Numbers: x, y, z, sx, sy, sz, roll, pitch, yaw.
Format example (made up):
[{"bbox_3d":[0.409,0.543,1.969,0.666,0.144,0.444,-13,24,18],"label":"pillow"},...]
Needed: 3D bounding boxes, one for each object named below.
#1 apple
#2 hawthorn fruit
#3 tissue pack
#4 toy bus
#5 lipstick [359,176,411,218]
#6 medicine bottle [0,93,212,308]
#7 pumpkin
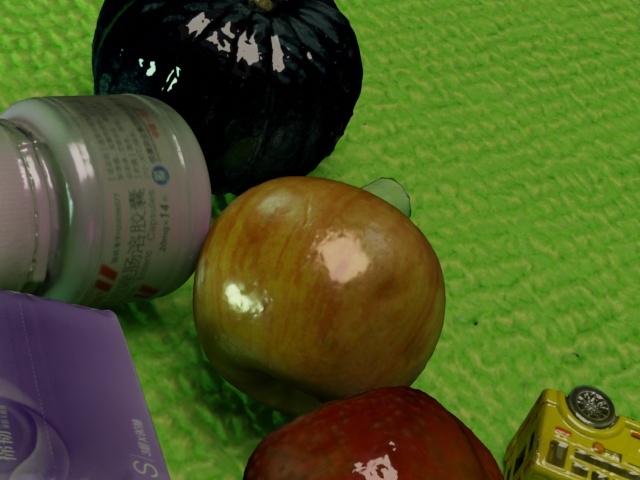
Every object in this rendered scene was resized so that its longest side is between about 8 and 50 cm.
[{"bbox_3d":[-0.004,0.070,1.449,0.286,0.286,0.233,26,64,3],"label":"apple"},{"bbox_3d":[0.074,0.306,1.279,0.287,0.287,0.330,-17,62,-35],"label":"hawthorn fruit"},{"bbox_3d":[-0.282,0.185,1.205,0.242,0.160,0.338,8,26,-24],"label":"tissue pack"},{"bbox_3d":[0.378,0.299,1.497,0.330,0.144,0.152,22,42,1],"label":"toy bus"},{"bbox_3d":[0.000,0.000,1.688,0.076,0.076,0.304,43,47,21],"label":"lipstick"},{"bbox_3d":[-0.300,-0.038,1.452,0.302,0.241,0.241,-8,50,-39],"label":"medicine bottle"},{"bbox_3d":[-0.118,-0.229,1.727,0.363,0.266,0.363,15,39,-13],"label":"pumpkin"}]
